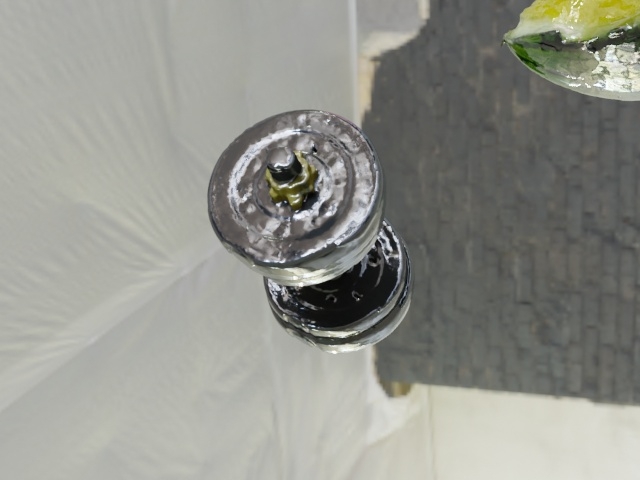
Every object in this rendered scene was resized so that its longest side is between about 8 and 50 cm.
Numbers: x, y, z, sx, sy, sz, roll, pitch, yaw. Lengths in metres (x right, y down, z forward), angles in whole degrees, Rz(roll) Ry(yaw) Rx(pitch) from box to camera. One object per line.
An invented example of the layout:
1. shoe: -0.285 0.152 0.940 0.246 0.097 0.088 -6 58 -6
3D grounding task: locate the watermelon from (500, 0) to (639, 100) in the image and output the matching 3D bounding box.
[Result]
1. watermelon: 0.280 -0.192 0.755 0.129 0.301 0.123 61 -173 30

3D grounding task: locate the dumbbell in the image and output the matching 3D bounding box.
1. dumbbell: 0.000 0.000 1.171 0.388 0.185 0.185 63 -145 -63
